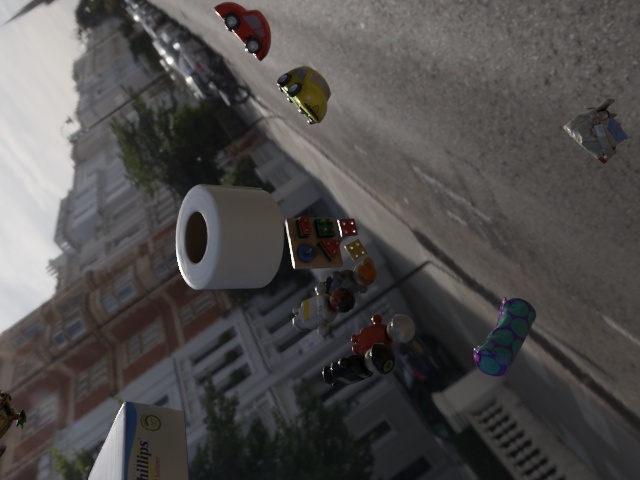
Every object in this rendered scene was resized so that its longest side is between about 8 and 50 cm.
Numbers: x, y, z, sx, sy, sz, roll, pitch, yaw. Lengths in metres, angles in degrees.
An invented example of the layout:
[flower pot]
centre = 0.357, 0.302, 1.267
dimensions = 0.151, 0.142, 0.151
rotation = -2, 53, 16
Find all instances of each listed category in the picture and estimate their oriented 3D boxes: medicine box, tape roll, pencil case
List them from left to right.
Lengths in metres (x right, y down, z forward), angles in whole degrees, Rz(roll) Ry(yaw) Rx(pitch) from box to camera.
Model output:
[medicine box]
centre = -0.408, 0.556, 1.503
dimensions = 0.149, 0.289, 0.263
rotation = 17, -151, -25
[tape roll]
centre = -0.220, -0.005, 1.622
dimensions = 0.169, 0.246, 0.246
rotation = 0, -143, -35
[pencil case]
centre = 0.336, 0.173, 1.239
dimensions = 0.070, 0.152, 0.064
rotation = 28, 140, 18

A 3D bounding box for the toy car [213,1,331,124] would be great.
[toy car]
centre = -0.040, -0.241, 1.011
dimensions = 0.239, 0.053, 0.225
rotation = 50, -175, 19

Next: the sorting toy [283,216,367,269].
[sorting toy]
centre = 0.000, 0.000, 1.693
dimensions = 0.046, 0.274, 0.132
rotation = -38, 58, 57

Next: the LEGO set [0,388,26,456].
[LEGO set]
centre = -0.631, 0.285, 1.084
dimensions = 0.331, 0.255, 0.192
rotation = 13, -168, -6

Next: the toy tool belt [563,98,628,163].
[toy tool belt]
centre = 0.287, -0.110, 0.686
dimensions = 0.083, 0.051, 0.052
rotation = 19, -148, -46

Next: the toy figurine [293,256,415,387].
[toy figurine]
centre = 0.071, 0.159, 1.335
dimensions = 0.209, 0.148, 0.213
rotation = 61, -148, -3
